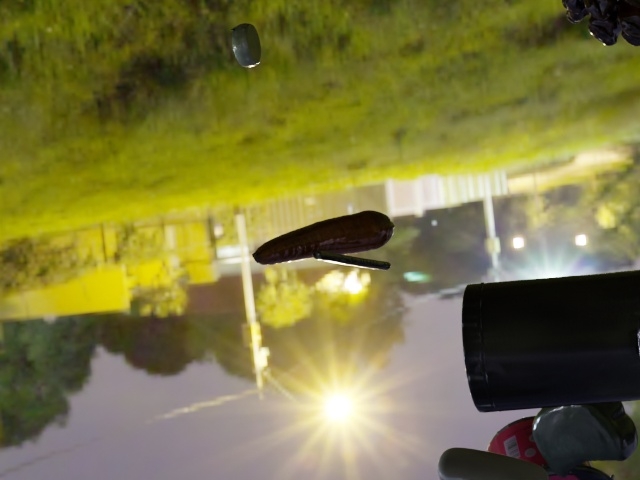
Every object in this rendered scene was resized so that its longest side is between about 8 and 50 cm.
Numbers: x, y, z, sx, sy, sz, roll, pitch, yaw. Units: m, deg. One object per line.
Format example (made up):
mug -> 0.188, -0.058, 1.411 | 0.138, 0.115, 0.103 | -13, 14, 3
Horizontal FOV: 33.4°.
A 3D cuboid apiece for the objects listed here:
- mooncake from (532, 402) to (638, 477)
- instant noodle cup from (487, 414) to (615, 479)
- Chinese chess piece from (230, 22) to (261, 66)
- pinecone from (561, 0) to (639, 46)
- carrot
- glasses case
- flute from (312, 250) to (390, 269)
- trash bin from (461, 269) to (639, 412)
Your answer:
mooncake -> 0.461, 0.335, 1.853 | 0.175, 0.168, 0.104 | 14, -162, 38
instant noodle cup -> 0.424, 0.456, 2.056 | 0.302, 0.258, 0.182 | 8, -143, -12
Chinese chess piece -> -0.143, -0.376, 2.057 | 0.034, 0.084, 0.084 | -7, 180, 18
pinecone -> 0.395, -0.345, 1.386 | 0.207, 0.208, 0.208 | -6, -179, 0
carrot -> 0.000, 0.000, 1.488 | 0.271, 0.062, 0.066 | -10, -132, -38
glasses case -> 0.255, 0.347, 1.582 | 0.164, 0.041, 0.063 | 8, -140, 17
flute -> 0.045, 0.027, 1.375 | 0.014, 0.014, 0.269 | -6, 174, 21
trash bin -> 0.383, 0.151, 1.638 | 0.301, 0.203, 0.252 | -7, -179, 17
